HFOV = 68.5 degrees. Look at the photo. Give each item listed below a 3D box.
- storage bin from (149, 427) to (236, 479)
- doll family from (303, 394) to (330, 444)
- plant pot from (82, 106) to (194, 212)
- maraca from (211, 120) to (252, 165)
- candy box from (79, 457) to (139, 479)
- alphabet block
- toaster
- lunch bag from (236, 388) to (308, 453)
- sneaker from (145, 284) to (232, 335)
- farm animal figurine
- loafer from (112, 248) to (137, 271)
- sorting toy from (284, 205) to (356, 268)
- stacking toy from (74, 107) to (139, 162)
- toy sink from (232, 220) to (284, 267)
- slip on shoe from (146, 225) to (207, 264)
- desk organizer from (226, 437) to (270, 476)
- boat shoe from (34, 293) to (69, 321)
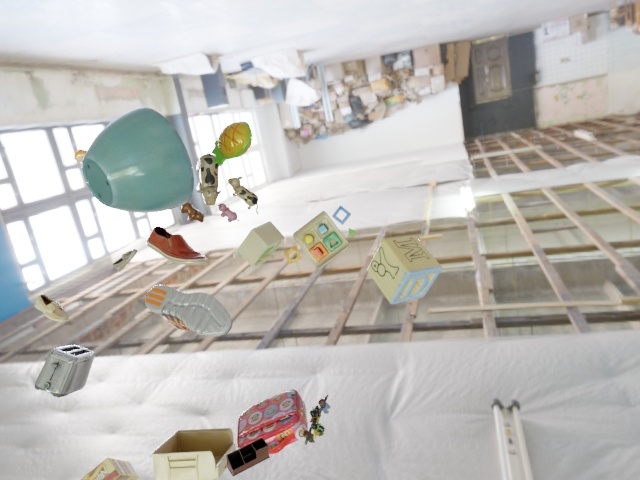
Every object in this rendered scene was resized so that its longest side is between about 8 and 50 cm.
[{"bbox_3d":[-0.500,0.863,1.891,0.259,0.123,0.262,-5,176,5],"label":"storage bin"},{"bbox_3d":[-0.012,0.690,1.812,0.075,0.111,0.193,-1,-125,20],"label":"doll family"},{"bbox_3d":[-0.514,-0.191,1.269,0.290,0.291,0.195,1,-154,41],"label":"plant pot"},{"bbox_3d":[-0.303,-0.329,1.596,0.185,0.127,0.099,-30,147,27],"label":"maraca"},{"bbox_3d":[-0.841,0.952,1.832,0.182,0.087,0.317,-38,162,-23],"label":"candy box"},{"bbox_3d":[0.341,0.118,1.934,0.193,0.193,0.197,-5,-134,-33],"label":"alphabet block"},{"bbox_3d":[-0.941,0.482,1.757,0.128,0.147,0.227,20,175,5],"label":"toaster"},{"bbox_3d":[-0.197,0.765,1.926,0.292,0.120,0.258,-26,-159,3],"label":"lunch bag"},{"bbox_3d":[-0.413,0.248,1.571,0.320,0.180,0.125,19,-113,20],"label":"sneaker"},{"bbox_3d":[-0.447,-0.228,2.010,0.329,0.327,0.172,-19,180,-22],"label":"farm animal figurine"},{"bbox_3d":[-0.718,0.068,1.722,0.125,0.039,0.045,-41,-155,26],"label":"loafer"},{"bbox_3d":[0.000,0.000,2.030,0.347,0.196,0.047,-37,178,7],"label":"sorting toy"},{"bbox_3d":[-0.763,-0.352,1.752,0.301,0.175,0.166,-22,-125,-15],"label":"stacking toy"},{"bbox_3d":[-0.314,0.039,2.396,0.234,0.131,0.152,-49,169,34],"label":"toy sink"},{"bbox_3d":[-0.618,0.026,2.019,0.331,0.102,0.123,24,-167,28],"label":"slip on shoe"},{"bbox_3d":[-0.228,0.679,1.480,0.130,0.050,0.047,-15,-155,-31],"label":"desk organizer"},{"bbox_3d":[-1.083,0.272,1.900,0.169,0.059,0.063,25,-169,15],"label":"boat shoe"}]
